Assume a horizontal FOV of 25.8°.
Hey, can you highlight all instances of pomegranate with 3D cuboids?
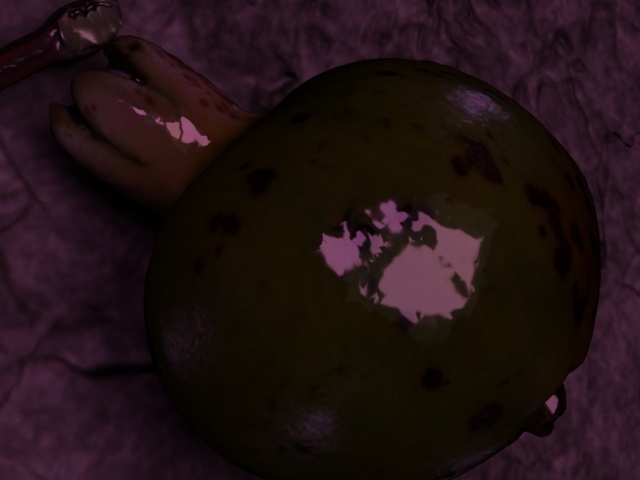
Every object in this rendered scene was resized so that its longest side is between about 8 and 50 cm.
[{"bbox_3d":[0.000,0.000,0.586,0.248,0.202,0.202,39,56,7],"label":"pomegranate"}]

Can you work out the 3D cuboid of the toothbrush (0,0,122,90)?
[{"bbox_3d":[-0.211,-0.013,0.506,0.364,0.041,0.041,-35,102,-36],"label":"toothbrush"}]
